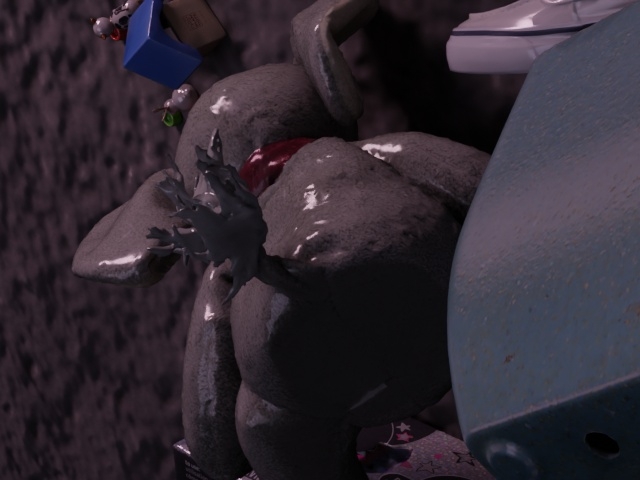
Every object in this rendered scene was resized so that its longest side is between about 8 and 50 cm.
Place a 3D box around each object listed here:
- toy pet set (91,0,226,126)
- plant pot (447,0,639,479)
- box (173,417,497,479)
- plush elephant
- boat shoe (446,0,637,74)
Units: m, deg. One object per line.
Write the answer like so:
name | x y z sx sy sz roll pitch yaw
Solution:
toy pet set | -0.117 -0.119 1.262 0.122 0.065 0.114 57 141 4
plant pot | 0.204 0.036 0.811 0.248 0.252 0.247 45 142 -14
box | 0.035 0.218 1.242 0.247 0.142 0.163 21 125 37
plush elephant | 0.000 0.000 1.089 0.272 0.255 0.330 -36 124 13
boat shoe | 0.166 -0.132 0.955 0.226 0.083 0.075 -1 96 38
